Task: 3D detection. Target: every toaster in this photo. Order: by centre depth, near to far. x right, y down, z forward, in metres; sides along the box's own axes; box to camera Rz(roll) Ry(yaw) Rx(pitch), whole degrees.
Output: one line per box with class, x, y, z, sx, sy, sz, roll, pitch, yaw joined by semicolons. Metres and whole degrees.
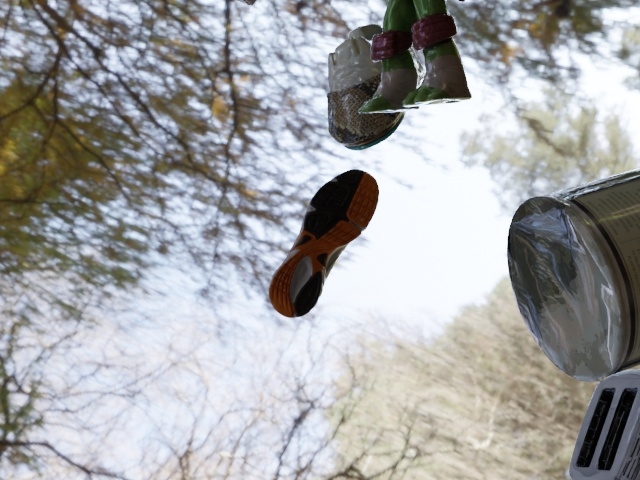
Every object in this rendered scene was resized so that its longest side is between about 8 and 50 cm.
toaster;0.411;0.268;1.035;0.146;0.129;0.227;31;-108;-12

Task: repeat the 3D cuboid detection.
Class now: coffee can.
coffee can;0.372;0.016;0.889;0.275;0.201;0.202;-15;-55;-15

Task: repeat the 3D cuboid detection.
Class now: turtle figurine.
turtle figurine;0.055;-0.265;0.829;0.274;0.197;0.267;-14;-80;-62

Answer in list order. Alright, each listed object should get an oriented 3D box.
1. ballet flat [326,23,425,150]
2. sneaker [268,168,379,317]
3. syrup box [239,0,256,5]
ballet flat;0.094;-0.317;1.588;0.182;0.163;0.483;67;-158;-16
sneaker;0.000;0.000;1.332;0.262;0.099;0.121;-56;2;-2
syrup box;-0.068;-0.464;1.212;0.237;0.093;0.096;-47;-62;1
